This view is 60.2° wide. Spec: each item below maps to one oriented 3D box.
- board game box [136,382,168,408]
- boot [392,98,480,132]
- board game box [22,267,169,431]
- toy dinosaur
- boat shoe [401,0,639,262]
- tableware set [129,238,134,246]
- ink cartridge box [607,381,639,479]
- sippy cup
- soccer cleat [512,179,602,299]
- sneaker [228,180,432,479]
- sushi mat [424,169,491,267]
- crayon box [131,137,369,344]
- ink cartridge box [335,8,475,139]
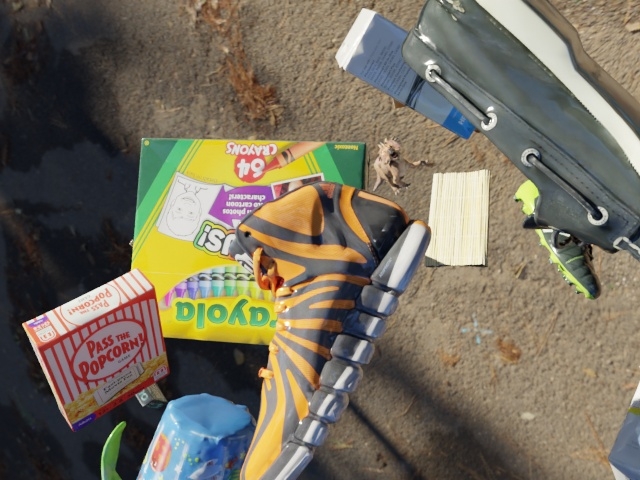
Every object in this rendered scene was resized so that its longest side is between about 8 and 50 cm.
[{"bbox_3d":[-0.388,0.263,1.145,0.186,0.026,0.126,52,168,15],"label":"board game box"},{"bbox_3d":[0.202,-0.256,0.959,0.152,0.073,0.197,-20,109,11],"label":"boot"},{"bbox_3d":[-0.279,0.144,0.716,0.045,0.146,0.194,39,142,30],"label":"board game box"},{"bbox_3d":[0.257,-0.286,2.062,0.200,0.127,0.295,35,156,-15],"label":"toy dinosaur"},{"bbox_3d":[0.184,-0.056,0.407,0.340,0.127,0.113,48,129,1],"label":"boat shoe"},{"bbox_3d":[-0.452,0.031,1.527,0.154,0.024,0.104,41,142,-12],"label":"tableware set"},{"bbox_3d":[0.713,0.424,1.162,0.119,0.353,0.207,16,154,43],"label":"ink cartridge box"},{"bbox_3d":[-0.214,0.406,0.976,0.240,0.305,0.224,27,103,58],"label":"sippy cup"},{"bbox_3d":[0.293,-0.014,0.653,0.072,0.060,0.179,-34,47,23],"label":"soccer cleat"},{"bbox_3d":[-0.033,0.082,0.565,0.180,0.321,0.124,28,164,6],"label":"sneaker"},{"bbox_3d":[0.352,-0.062,1.404,0.151,0.317,0.019,-4,141,23],"label":"sushi mat"},{"bbox_3d":[-0.110,0.003,0.887,0.362,0.106,0.313,2,85,9],"label":"crayon box"},{"bbox_3d":[0.131,-0.241,0.789,0.203,0.148,0.086,27,110,-14],"label":"ink cartridge box"}]
